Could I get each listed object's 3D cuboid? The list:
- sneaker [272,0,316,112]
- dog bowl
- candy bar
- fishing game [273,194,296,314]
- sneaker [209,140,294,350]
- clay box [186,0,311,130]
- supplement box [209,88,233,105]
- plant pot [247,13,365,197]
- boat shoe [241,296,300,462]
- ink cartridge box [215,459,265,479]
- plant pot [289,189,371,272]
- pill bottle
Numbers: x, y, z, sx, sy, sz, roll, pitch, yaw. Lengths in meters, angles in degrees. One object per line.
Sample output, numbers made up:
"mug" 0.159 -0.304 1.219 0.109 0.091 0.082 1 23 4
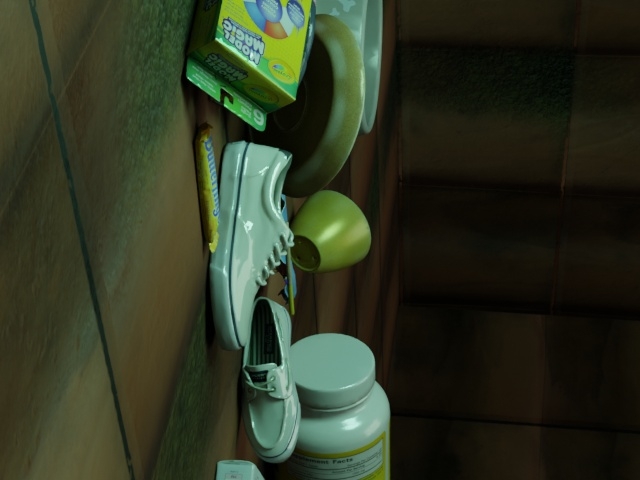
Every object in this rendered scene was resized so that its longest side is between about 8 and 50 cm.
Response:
"sneaker" -0.048 -0.299 1.663 0.131 0.112 0.319 50 45 -74
"dog bowl" 0.044 -0.341 2.348 0.349 0.102 0.349 4 90 -81
"candy bar" -0.128 -0.061 1.527 0.040 0.018 0.162 -76 167 -54
"fishing game" -0.061 0.000 1.899 0.264 0.041 0.189 -102 -172 -63
"sneaker" -0.080 0.006 1.623 0.094 0.091 0.258 33 61 -81
"clay box" -0.075 -0.243 1.486 0.127 0.053 0.222 33 50 -36
"supplement box" -0.102 -0.200 1.562 0.055 0.043 0.083 10 84 -82
"plant pot" -0.029 -0.172 1.691 0.236 0.032 0.236 -12 -105 52
"boat shoe" -0.079 0.187 1.820 0.076 0.083 0.226 51 30 -63
"ink cartridge box" -0.108 0.421 1.738 0.189 0.066 0.232 75 15 -66
"plant pot" 0.000 0.000 2.140 0.095 0.134 0.134 -39 137 -45
"pill bottle" 0.016 0.320 2.099 0.188 0.187 0.334 -75 166 -56
